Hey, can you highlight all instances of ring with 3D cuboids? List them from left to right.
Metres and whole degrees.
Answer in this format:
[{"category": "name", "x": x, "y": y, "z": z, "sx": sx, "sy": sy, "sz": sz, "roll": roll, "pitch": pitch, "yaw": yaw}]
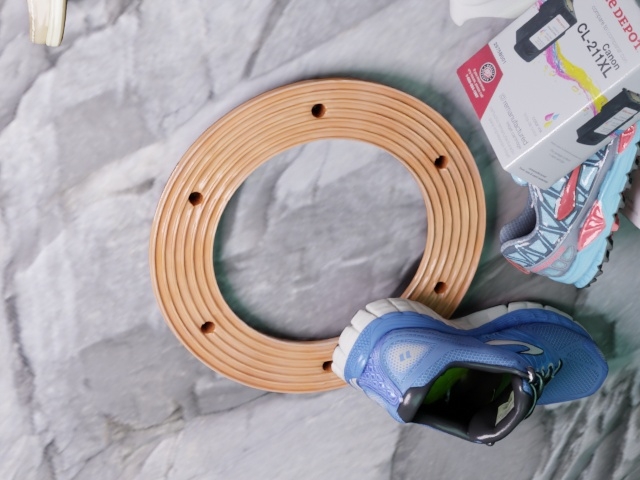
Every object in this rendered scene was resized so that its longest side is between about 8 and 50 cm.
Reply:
[{"category": "ring", "x": 0.000, "y": 0.000, "z": 1.150, "sx": 0.336, "sy": 0.032, "sz": 0.337, "roll": -8, "pitch": 118, "yaw": -14}]

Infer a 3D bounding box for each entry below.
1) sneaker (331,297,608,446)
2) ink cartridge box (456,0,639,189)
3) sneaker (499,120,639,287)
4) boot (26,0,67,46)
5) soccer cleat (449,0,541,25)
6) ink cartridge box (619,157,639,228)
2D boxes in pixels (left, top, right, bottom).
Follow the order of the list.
[{"category": "sneaker", "x": 0.173, "y": 0.147, "z": 1.188, "sx": 0.330, "sy": 0.147, "sz": 0.130, "roll": 3, "pitch": 122, "yaw": -35}, {"category": "ink cartridge box", "x": 0.224, "y": -0.151, "z": 1.050, "sx": 0.175, "sy": 0.127, "sz": 0.072, "roll": -40, "pitch": 143, "yaw": 28}, {"category": "sneaker", "x": 0.237, "y": -0.082, "z": 1.133, "sx": 0.125, "sy": 0.104, "sz": 0.262, "roll": 11, "pitch": 107, "yaw": 0}, {"category": "boot", "x": -0.282, "y": -0.249, "z": 0.912, "sx": 0.165, "sy": 0.077, "sz": 0.213, "roll": -9, "pitch": 113, "yaw": -13}, {"category": "soccer cleat", "x": 0.203, "y": -0.245, "z": 1.076, "sx": 0.196, "sy": 0.068, "sz": 0.076, "roll": -15, "pitch": 148, "yaw": -17}, {"category": "ink cartridge box", "x": 0.431, "y": -0.173, "z": 1.143, "sx": 0.207, "sy": 0.119, "sz": 0.354, "roll": 6, "pitch": 114, "yaw": -19}]
